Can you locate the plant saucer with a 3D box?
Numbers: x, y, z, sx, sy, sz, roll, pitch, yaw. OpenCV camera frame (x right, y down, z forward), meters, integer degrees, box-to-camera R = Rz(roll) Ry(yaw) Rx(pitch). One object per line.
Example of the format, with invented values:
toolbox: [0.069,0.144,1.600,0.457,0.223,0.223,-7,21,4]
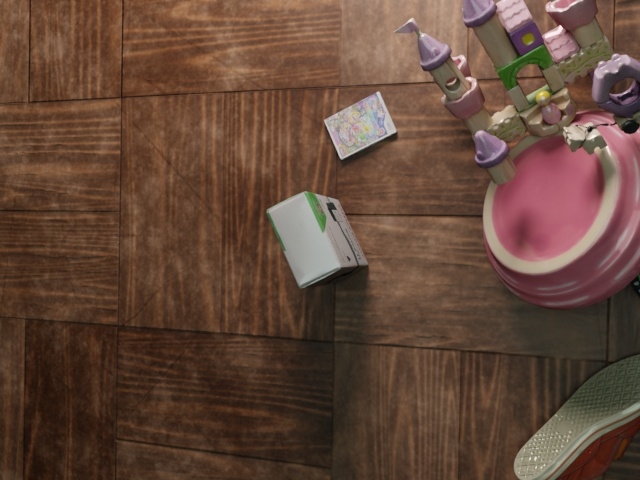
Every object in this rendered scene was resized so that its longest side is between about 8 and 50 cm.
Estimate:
plant saucer: [0.383,-0.058,1.175,0.332,0.084,0.332,-26,55,45]

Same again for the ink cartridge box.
ink cartridge box: [0.000,0.000,1.340,0.087,0.208,0.153,-27,82,15]

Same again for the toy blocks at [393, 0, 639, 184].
toy blocks: [0.303,-0.288,1.131,0.289,0.309,0.260,-28,120,20]

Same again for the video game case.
video game case: [0.077,-0.220,1.414,0.122,0.011,0.087,-25,82,18]

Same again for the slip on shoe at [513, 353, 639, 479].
slip on shoe: [0.477,0.313,1.235,0.101,0.123,0.331,41,100,-18]

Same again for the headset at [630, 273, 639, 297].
headset: [0.604,-0.051,1.137,0.244,0.185,0.393,1,102,19]
